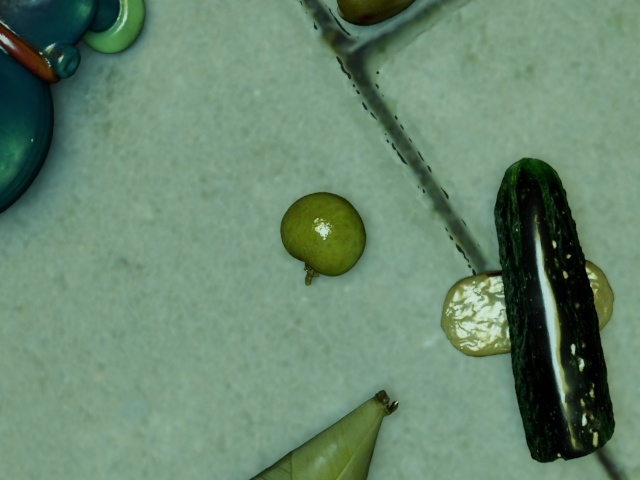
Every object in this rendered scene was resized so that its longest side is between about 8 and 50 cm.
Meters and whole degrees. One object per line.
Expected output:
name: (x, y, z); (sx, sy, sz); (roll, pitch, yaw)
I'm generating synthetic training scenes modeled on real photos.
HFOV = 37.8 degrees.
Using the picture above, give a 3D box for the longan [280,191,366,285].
longan: (0.000, 0.000, 0.794); (0.075, 0.075, 0.083); (26, 106, 8)

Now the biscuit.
biscuit: (0.174, 0.057, 0.793); (0.147, 0.018, 0.071); (-11, 88, 5)

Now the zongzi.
zongzi: (0.008, 0.279, 0.764); (0.256, 0.115, 0.228); (-34, 87, -7)

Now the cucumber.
cucumber: (0.183, 0.051, 0.747); (0.074, 0.074, 0.242); (-9, 86, 6)

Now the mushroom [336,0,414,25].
mushroom: (-0.046, -0.325, 0.795); (0.350, 0.128, 0.128); (43, 92, 3)

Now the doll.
doll: (-0.305, -0.138, 0.782); (0.198, 0.186, 0.322); (32, 88, 8)
